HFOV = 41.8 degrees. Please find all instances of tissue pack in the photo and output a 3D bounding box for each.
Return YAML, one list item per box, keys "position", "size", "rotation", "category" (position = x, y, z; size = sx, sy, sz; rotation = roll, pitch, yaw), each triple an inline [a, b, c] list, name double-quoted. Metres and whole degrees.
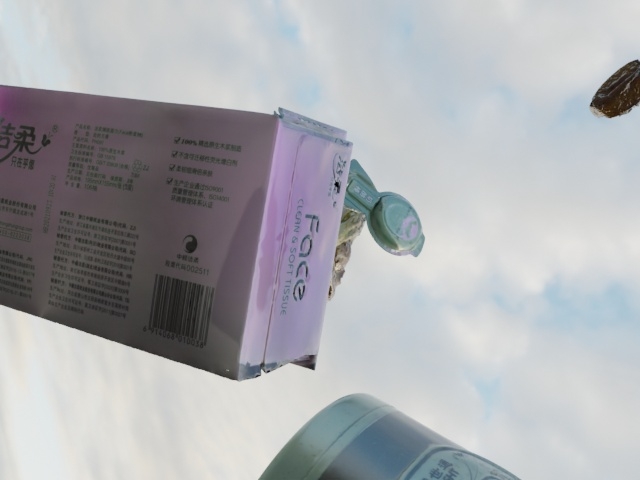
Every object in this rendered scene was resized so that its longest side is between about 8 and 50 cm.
- position: [-0.112, -0.016, 0.531]
  size: [0.246, 0.092, 0.148]
  rotation: [12, -86, 30]
  category: "tissue pack"

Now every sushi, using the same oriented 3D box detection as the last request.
- position: [0.463, -0.225, 1.258]
  size: [0.120, 0.055, 0.052]
  rotation: [-45, -155, 18]
  category: "sushi"

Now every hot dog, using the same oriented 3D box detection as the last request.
- position: [0.000, 0.000, 1.400]
  size: [0.196, 0.122, 0.272]
  rotation: [-68, -164, 4]
  category: "hot dog"

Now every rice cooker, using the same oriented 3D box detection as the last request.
- position: [0.057, 0.287, 0.694]
  size: [0.277, 0.288, 0.288]
  rotation: [28, -53, 27]
  category: "rice cooker"

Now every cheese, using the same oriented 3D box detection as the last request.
- position: [0.066, -0.028, 0.877]
  size: [0.121, 0.067, 0.026]
  rotation: [40, -30, -16]
  category: "cheese"
